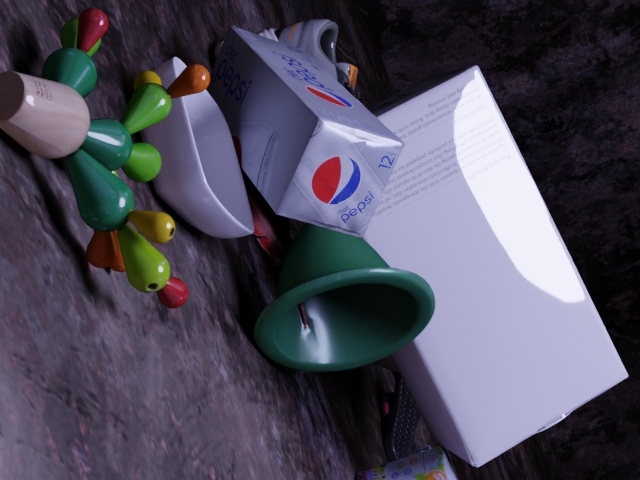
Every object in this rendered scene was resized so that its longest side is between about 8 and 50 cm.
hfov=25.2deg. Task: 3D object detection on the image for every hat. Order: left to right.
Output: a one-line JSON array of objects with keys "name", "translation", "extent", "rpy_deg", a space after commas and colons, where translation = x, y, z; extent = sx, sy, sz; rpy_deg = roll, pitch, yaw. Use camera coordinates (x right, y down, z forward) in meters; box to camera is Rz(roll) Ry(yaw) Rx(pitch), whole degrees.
[{"name": "hat", "translation": [0.000, 0.000, 1.369], "extent": [0.208, 0.173, 0.183], "rpy_deg": [58, 14, -57]}]

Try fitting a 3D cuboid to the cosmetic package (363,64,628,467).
[{"name": "cosmetic package", "translation": [0.141, 0.024, 1.497], "extent": [0.365, 0.197, 0.155], "rpy_deg": [65, -11, -8]}]

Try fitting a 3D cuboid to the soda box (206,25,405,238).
[{"name": "soda box", "translation": [-0.027, -0.108, 1.344], "extent": [0.091, 0.098, 0.286], "rpy_deg": [16, 18, -26]}]

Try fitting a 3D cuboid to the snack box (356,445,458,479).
[{"name": "snack box", "translation": [0.111, 0.297, 1.567], "extent": [0.037, 0.100, 0.141], "rpy_deg": [-96, 162, -56]}]

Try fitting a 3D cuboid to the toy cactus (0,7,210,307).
[{"name": "toy cactus", "translation": [-0.148, -0.069, 0.959], "extent": [0.180, 0.112, 0.219], "rpy_deg": [26, 52, -62]}]

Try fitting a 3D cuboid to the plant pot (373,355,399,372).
[{"name": "plant pot", "translation": [0.100, 0.041, 1.682], "extent": [0.191, 0.284, 0.284], "rpy_deg": [-16, 84, -43]}]

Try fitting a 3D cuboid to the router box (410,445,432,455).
[{"name": "router box", "translation": [0.155, 0.333, 1.919], "extent": [0.122, 0.038, 0.092], "rpy_deg": [49, 23, -65]}]

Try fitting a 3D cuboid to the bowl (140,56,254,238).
[{"name": "bowl", "translation": [-0.113, -0.072, 1.247], "extent": [0.142, 0.053, 0.142], "rpy_deg": [48, 23, -64]}]

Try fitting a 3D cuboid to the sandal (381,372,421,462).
[{"name": "sandal", "translation": [0.097, 0.228, 1.848], "extent": [0.067, 0.040, 0.179], "rpy_deg": [59, 28, -24]}]

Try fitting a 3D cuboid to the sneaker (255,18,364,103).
[{"name": "sneaker", "translation": [0.002, -0.136, 1.611], "extent": [0.100, 0.108, 0.271], "rpy_deg": [45, 27, -65]}]

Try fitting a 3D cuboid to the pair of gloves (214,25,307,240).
[{"name": "pair of gloves", "translation": [-0.061, -0.118, 1.659], "extent": [0.204, 0.042, 0.240], "rpy_deg": [-99, 163, -48]}]
